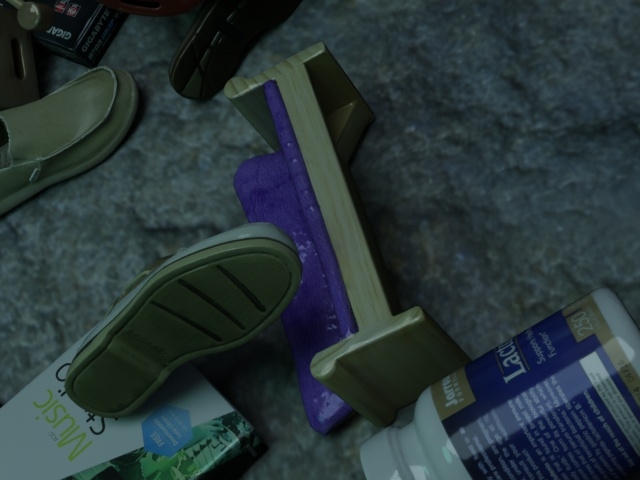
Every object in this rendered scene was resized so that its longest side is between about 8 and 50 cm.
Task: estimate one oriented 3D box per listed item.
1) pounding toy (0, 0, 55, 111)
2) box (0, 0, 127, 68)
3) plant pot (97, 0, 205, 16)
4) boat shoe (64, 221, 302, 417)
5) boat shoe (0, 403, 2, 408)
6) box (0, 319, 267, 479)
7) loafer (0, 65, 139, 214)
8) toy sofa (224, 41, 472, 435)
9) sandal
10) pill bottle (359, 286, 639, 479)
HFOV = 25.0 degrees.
[{"bbox_3d":[-0.390,-0.241,1.749,0.206,0.094,0.181,-11,84,29],"label":"pounding toy"},{"bbox_3d":[-0.328,-0.327,1.826,0.220,0.051,0.175,24,78,33],"label":"box"},{"bbox_3d":[-0.187,-0.413,1.631,0.272,0.272,0.265,-18,46,18],"label":"plant pot"},{"bbox_3d":[-0.134,0.057,1.385,0.302,0.113,0.103,-33,28,32],"label":"boat shoe"},{"bbox_3d":[-0.413,0.229,1.589,0.049,0.056,0.152,27,70,39],"label":"boat shoe"},{"bbox_3d":[-0.245,0.236,1.465,0.322,0.058,0.232,-43,54,-9],"label":"box"},{"bbox_3d":[-0.334,-0.119,1.698,0.268,0.092,0.102,-35,55,7],"label":"loafer"},{"bbox_3d":[0.000,0.000,1.435,0.177,0.150,0.362,-26,57,12],"label":"toy sofa"},{"bbox_3d":[-0.101,-0.259,1.673,0.219,0.090,0.060,-54,33,2],"label":"sandal"},{"bbox_3d":[0.177,0.167,1.258,0.265,0.153,0.153,-32,55,9],"label":"pill bottle"}]
